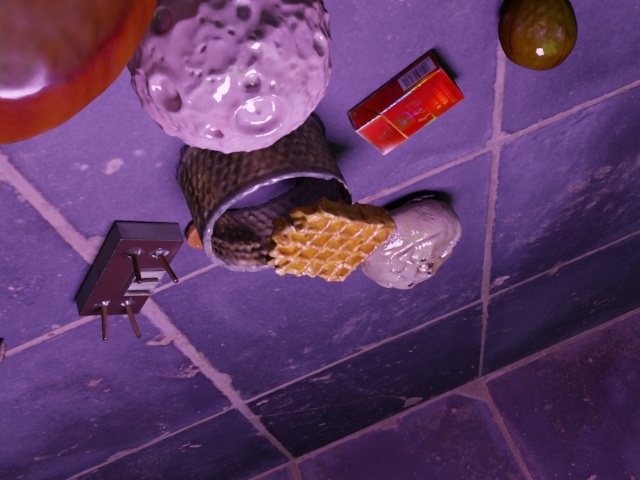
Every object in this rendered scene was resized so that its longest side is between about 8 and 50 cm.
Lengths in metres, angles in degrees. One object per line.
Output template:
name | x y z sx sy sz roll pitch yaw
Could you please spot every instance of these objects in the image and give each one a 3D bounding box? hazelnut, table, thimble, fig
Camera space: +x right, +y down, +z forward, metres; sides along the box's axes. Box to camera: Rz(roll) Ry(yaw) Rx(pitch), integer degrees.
hazelnut | -0.319 -0.240 0.648 0.365 0.366 0.366 -18 150 -11
table | -0.341 0.083 1.338 0.121 0.111 0.240 0 142 -38
thimble | -0.088 -0.082 1.216 0.270 0.150 0.271 -18 151 -11
fig | 0.351 -0.376 1.123 0.124 0.124 0.236 -8 128 -27

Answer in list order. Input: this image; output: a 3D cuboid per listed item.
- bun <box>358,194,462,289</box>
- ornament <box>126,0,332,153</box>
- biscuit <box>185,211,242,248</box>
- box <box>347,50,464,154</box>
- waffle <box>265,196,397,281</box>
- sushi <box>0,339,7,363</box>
bun | 0.195 0.018 1.592 0.239 0.141 0.239 -21 151 -12
ornament | -0.107 -0.228 0.890 0.259 0.225 0.259 -18 151 -10
biscuit | -0.186 -0.013 1.385 0.140 0.023 0.118 -5 146 -31
box | 0.145 -0.229 1.252 0.175 0.048 0.112 -35 149 19
waffle | 0.000 0.000 1.201 0.210 0.055 0.160 7 137 -44
sushi | -0.655 0.207 1.310 0.134 0.109 0.273 -21 150 -8
